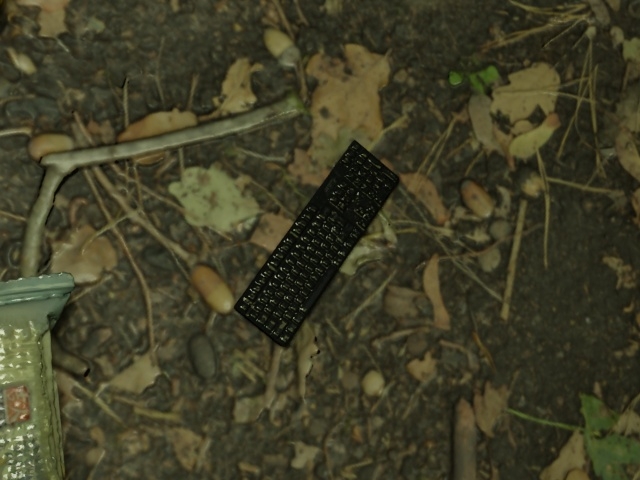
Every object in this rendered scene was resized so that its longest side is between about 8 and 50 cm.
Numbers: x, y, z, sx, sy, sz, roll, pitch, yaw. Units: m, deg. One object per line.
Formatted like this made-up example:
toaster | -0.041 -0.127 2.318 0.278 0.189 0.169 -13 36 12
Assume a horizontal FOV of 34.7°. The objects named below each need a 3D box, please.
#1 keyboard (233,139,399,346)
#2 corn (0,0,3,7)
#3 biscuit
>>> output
keyboard | 0.000 0.000 0.954 0.061 0.013 0.204 39 70 -12
corn | -0.369 -0.139 0.788 0.102 0.102 0.313 45 69 -9
biscuit | -0.261 0.185 0.788 0.186 0.079 0.309 -4 81 -20
